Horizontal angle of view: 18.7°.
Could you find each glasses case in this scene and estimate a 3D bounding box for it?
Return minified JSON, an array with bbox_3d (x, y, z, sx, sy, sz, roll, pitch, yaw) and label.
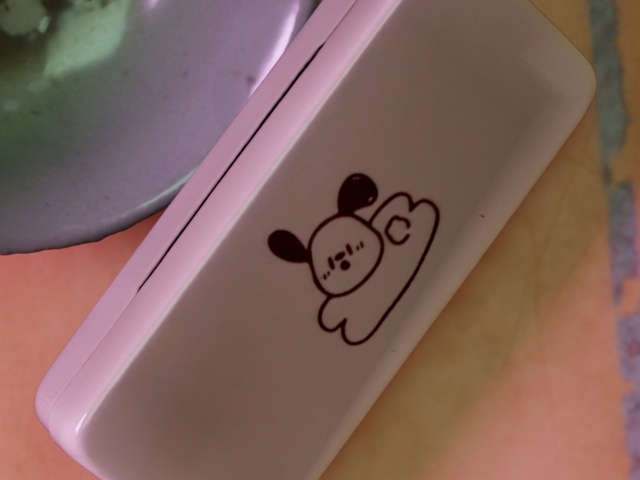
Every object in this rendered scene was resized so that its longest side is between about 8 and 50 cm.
[{"bbox_3d":[0.000,0.000,0.965,0.131,0.070,0.313,40,84,-29],"label":"glasses case"}]

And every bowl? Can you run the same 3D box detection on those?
[{"bbox_3d":[-0.156,-0.150,0.957,0.289,0.146,0.289,-13,122,-22],"label":"bowl"}]
